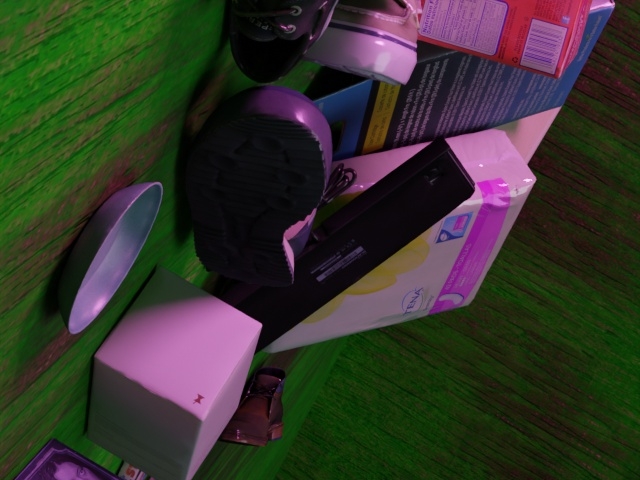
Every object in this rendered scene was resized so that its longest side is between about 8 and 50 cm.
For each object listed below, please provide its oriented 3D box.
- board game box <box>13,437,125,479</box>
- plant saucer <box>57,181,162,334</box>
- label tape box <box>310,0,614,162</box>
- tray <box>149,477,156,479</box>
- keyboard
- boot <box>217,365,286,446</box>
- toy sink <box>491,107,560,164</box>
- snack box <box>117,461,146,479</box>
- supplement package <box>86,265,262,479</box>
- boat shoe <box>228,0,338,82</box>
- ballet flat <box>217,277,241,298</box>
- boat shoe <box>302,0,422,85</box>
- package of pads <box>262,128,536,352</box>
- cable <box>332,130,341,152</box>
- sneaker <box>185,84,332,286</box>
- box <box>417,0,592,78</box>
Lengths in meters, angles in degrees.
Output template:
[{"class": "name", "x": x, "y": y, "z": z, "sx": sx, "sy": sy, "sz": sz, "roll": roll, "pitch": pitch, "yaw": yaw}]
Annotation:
[{"class": "board game box", "x": -0.198, "y": 0.267, "z": 1.281, "sx": 0.042, "sy": 0.165, "sz": 0.243, "roll": -64, "pitch": 173, "yaw": 33}, {"class": "plant saucer", "x": -0.148, "y": 0.008, "z": 1.151, "sx": 0.119, "sy": 0.021, "sz": 0.119, "roll": -60, "pitch": 174, "yaw": -10}, {"class": "label tape box", "x": 0.113, "y": -0.185, "z": 1.770, "sx": 0.334, "sy": 0.106, "sz": 0.240, "roll": -18, "pitch": 161, "yaw": -13}, {"class": "tray", "x": -0.238, "y": 0.376, "z": 2.069, "sx": 0.270, "sy": 0.030, "sz": 0.145, "roll": -58, "pitch": 173, "yaw": -16}, {"class": "keyboard", "x": 0.000, "y": 0.000, "z": 1.672, "sx": 0.317, "sy": 0.033, "sz": 0.201, "roll": -37, "pitch": 151, "yaw": 4}, {"class": "boot", "x": -0.101, "y": 0.239, "z": 2.451, "sx": 0.219, "sy": 0.082, "sz": 0.106, "roll": 6, "pitch": 92, "yaw": -79}, {"class": "toy sink", "x": 0.147, "y": -0.178, "z": 2.019, "sx": 0.153, "sy": 0.234, "sz": 0.131, "roll": -56, "pitch": 143, "yaw": -24}, {"class": "snack box", "x": -0.208, "y": 0.262, "z": 1.824, "sx": 0.178, "sy": 0.022, "sz": 0.064, "roll": -63, "pitch": 174, "yaw": 22}, {"class": "supplement package", "x": -0.128, "y": 0.123, "z": 1.448, "sx": 0.105, "sy": 0.105, "sz": 0.179, "roll": -56, "pitch": 173, "yaw": -29}, {"class": "boat shoe", "x": -0.029, "y": -0.162, "z": 1.110, "sx": 0.076, "sy": 0.080, "sz": 0.228, "roll": -60, "pitch": -179, "yaw": -14}, {"class": "ballet flat", "x": -0.066, "y": 0.027, "z": 1.750, "sx": 0.168, "sy": 0.057, "sz": 0.052, "roll": 116, "pitch": -14, "yaw": -45}, {"class": "boat shoe", "x": 0.033, "y": -0.192, "z": 1.400, "sx": 0.302, "sy": 0.109, "sz": 0.094, "roll": -80, "pitch": -175, "yaw": -78}, {"class": "package of pads", "x": 0.064, "y": 0.003, "z": 1.857, "sx": 0.297, "sy": 0.101, "sz": 0.229, "roll": -12, "pitch": 146, "yaw": -28}, {"class": "cable", "x": 0.014, "y": -0.064, "z": 1.990, "sx": 0.150, "sy": 0.047, "sz": 0.184, "roll": -61, "pitch": 174, "yaw": 12}, {"class": "sneaker", "x": -0.044, "y": -0.072, "z": 1.340, "sx": 0.319, "sy": 0.112, "sz": 0.131, "roll": 113, "pitch": -8, "yaw": -69}, {"class": "box", "x": 0.194, "y": -0.316, "z": 1.533, "sx": 0.142, "sy": 0.154, "sz": 0.300, "roll": -46, "pitch": 151, "yaw": -69}]
